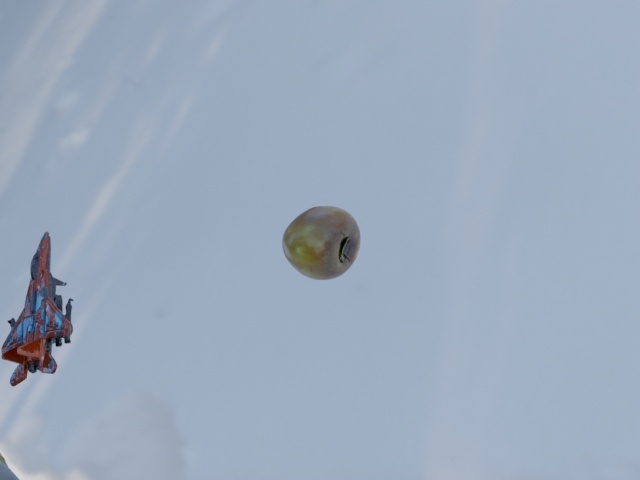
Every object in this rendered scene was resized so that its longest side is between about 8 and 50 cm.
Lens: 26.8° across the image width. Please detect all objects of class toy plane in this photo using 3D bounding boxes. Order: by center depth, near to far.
[{"bbox_3d":[-0.333,0.079,1.613,0.130,0.061,0.189,-20,51,38],"label":"toy plane"}]

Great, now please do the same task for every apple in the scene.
[{"bbox_3d":[0.000,0.000,1.968,0.102,0.099,0.114,18,70,35],"label":"apple"}]

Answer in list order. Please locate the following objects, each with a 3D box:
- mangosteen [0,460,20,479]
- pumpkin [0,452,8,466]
[{"bbox_3d":[-0.297,0.251,0.575,0.382,0.382,0.435,3,68,48],"label":"mangosteen"},{"bbox_3d":[-0.437,0.261,1.255,0.225,0.256,0.303,-43,-2,2],"label":"pumpkin"}]
